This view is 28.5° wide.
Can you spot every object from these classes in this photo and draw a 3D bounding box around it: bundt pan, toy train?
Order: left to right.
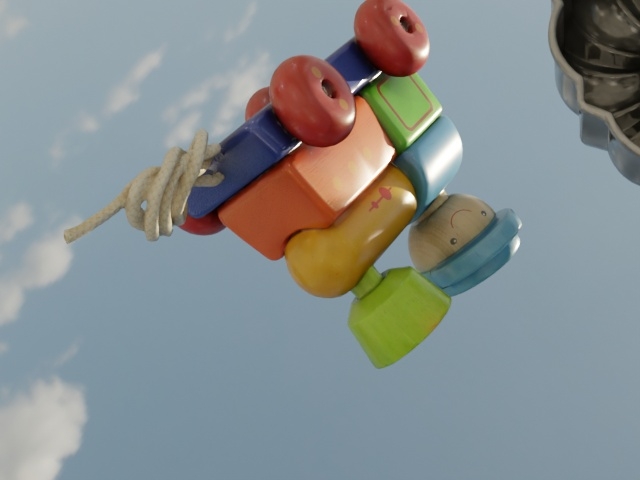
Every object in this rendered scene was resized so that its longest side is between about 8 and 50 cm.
[{"bbox_3d":[0.000,0.000,0.561,0.105,0.143,0.248,-35,-173,38],"label":"toy train"},{"bbox_3d":[0.359,-0.168,1.135,0.331,0.330,0.124,-62,168,-21],"label":"bundt pan"}]
